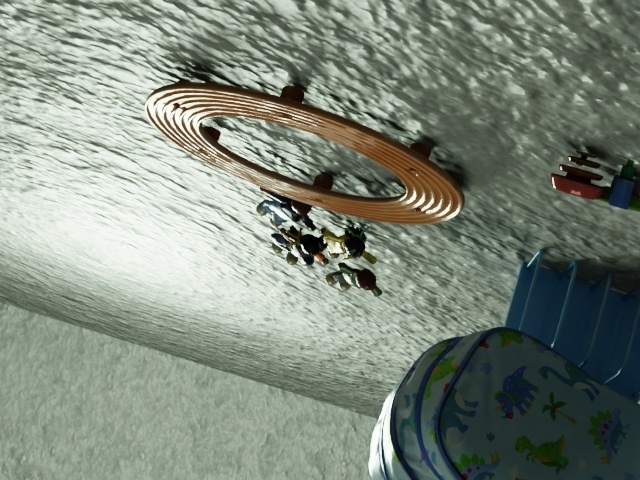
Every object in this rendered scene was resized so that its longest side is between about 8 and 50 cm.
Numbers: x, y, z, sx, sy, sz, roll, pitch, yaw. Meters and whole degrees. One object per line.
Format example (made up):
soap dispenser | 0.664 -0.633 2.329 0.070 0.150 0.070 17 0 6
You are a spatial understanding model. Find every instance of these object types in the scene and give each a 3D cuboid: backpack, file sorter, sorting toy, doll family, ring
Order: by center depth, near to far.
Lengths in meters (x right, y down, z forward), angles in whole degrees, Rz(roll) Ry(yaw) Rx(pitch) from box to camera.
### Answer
sorting toy | 0.249 -0.053 1.278 0.102 0.042 0.061 11 -172 -30
ring | -0.014 -0.091 1.493 0.336 0.032 0.336 17 167 4
backpack | 0.228 0.252 1.590 0.355 0.290 0.273 31 156 17
file sorter | 0.300 0.094 1.652 0.170 0.118 0.104 18 165 0
doll family | 0.000 0.000 1.778 0.193 0.076 0.111 25 171 -18
